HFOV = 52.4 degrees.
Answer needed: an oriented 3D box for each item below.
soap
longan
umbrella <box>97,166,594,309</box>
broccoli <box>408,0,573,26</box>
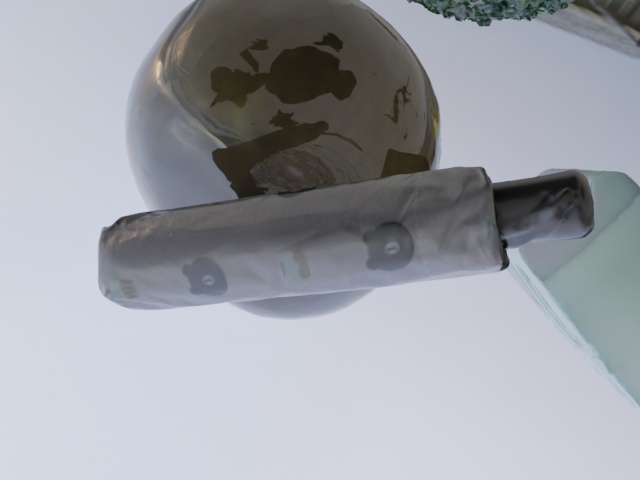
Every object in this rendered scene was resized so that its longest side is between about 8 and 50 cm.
[{"bbox_3d":[0.276,0.031,0.688,0.208,0.115,0.347,52,-171,-3],"label":"soap"},{"bbox_3d":[-0.037,-0.095,0.707,0.361,0.360,0.360,20,-147,-13],"label":"longan"},{"bbox_3d":[0.000,0.000,0.433,0.338,0.073,0.067,-7,176,20],"label":"umbrella"},{"bbox_3d":[0.108,-0.265,0.307,0.298,0.297,0.297,11,-109,-34],"label":"broccoli"}]
